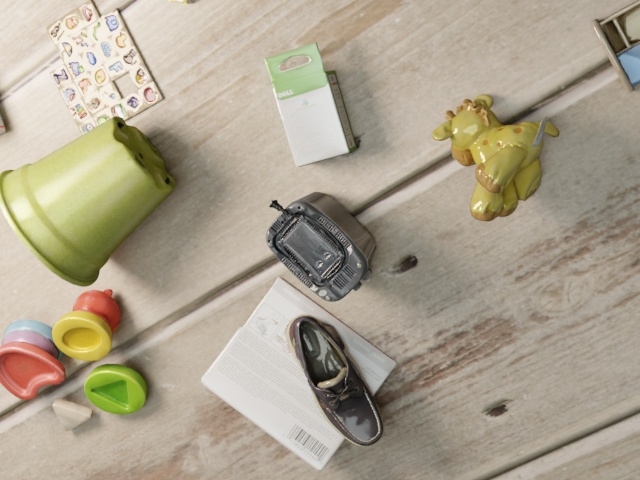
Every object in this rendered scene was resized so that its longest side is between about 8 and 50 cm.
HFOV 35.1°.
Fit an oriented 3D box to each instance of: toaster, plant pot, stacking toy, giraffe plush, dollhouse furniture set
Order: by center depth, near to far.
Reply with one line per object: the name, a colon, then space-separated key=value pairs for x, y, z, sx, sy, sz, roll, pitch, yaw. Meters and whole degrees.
dollhouse furniture set: x=0.509 y=-0.363 z=1.545 sx=0.198 sy=0.303 sz=0.286 roll=-28 pitch=94 yaw=20
giraffe plush: x=0.287 y=-0.162 z=1.753 sx=0.170 sy=0.181 sz=0.210 roll=37 pitch=124 yaw=28
toaster: x=0.000 y=0.000 z=1.875 sx=0.227 sy=0.146 sz=0.129 roll=42 pitch=111 yaw=3
plant pot: x=-0.431 y=-0.095 z=1.942 sx=0.254 sy=0.276 sz=0.276 roll=-36 pitch=91 yaw=11
stacking toy: x=-0.511 y=0.247 z=2.143 sx=0.309 sy=0.130 sz=0.279 roll=-21 pitch=123 yaw=23

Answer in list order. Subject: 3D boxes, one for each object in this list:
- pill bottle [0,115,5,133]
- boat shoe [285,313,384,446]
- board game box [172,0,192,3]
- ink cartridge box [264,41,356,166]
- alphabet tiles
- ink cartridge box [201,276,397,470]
pill bottle: x=-0.707 y=-0.282 z=2.053 sx=0.087 sy=0.087 sz=0.160 roll=-15 pitch=98 yaw=20
boat shoe: x=0.025 y=0.267 z=1.915 sx=0.103 sy=0.092 sz=0.285 roll=-29 pitch=84 yaw=-3
board game box: x=-0.311 y=-0.511 z=1.908 sx=0.154 sy=0.026 sz=0.103 roll=13 pitch=106 yaw=14
ink cartridge box: x=-0.017 y=-0.250 z=1.863 sx=0.109 sy=0.062 sz=0.209 roll=-14 pitch=99 yaw=20
alphabet tiles: x=-0.443 y=-0.342 z=2.001 sx=0.198 sy=0.009 sz=0.237 roll=-25 pitch=95 yaw=21
ink cartridge box: x=-0.041 y=0.262 z=1.998 sx=0.296 sy=0.066 sz=0.261 roll=36 pitch=85 yaw=6
